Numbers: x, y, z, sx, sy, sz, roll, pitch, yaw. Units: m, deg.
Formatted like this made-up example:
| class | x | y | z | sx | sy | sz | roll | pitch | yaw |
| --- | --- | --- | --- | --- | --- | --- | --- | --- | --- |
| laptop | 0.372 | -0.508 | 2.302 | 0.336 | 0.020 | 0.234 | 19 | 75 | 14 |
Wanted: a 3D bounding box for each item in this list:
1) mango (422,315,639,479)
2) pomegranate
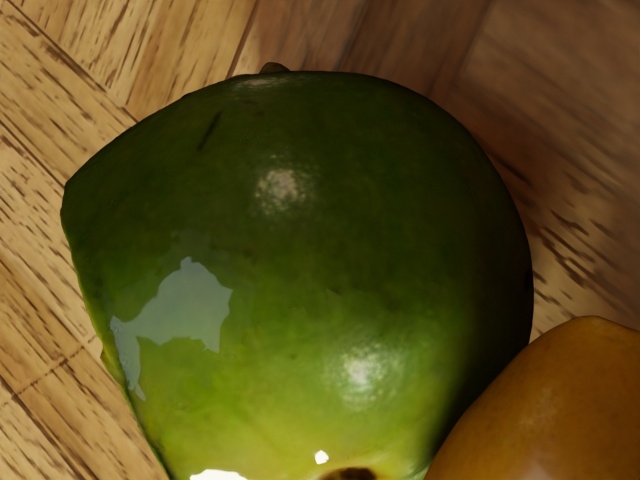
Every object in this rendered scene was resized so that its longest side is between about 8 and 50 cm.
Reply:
| class | x | y | z | sx | sy | sz | roll | pitch | yaw |
| --- | --- | --- | --- | --- | --- | --- | --- | --- | --- |
| mango | 0.100 | 0.152 | 0.582 | 0.153 | 0.126 | 0.252 | 3 | 100 | 24 |
| pomegranate | 0.007 | 0.013 | 0.674 | 0.159 | 0.241 | 0.190 | -28 | 95 | 7 |
